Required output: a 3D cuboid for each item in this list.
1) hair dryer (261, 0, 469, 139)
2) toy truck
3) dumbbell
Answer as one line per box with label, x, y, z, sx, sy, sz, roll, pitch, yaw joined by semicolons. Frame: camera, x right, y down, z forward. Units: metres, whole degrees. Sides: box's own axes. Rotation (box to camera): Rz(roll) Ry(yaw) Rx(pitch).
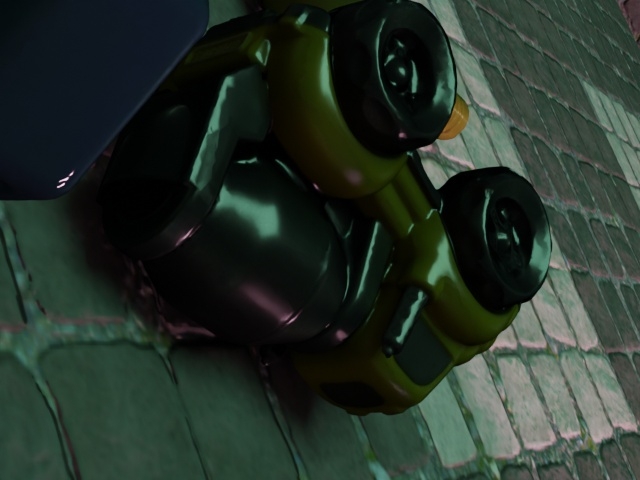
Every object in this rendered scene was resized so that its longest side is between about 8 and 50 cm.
hair dryer;0.056;-0.112;0.921;0.279;0.090;0.135;23;44;-65
toy truck;0.000;0.000;0.620;0.224;0.147;0.165;51;49;-31
dumbbell;-0.176;-0.139;0.365;0.325;0.160;0.144;38;5;-44
